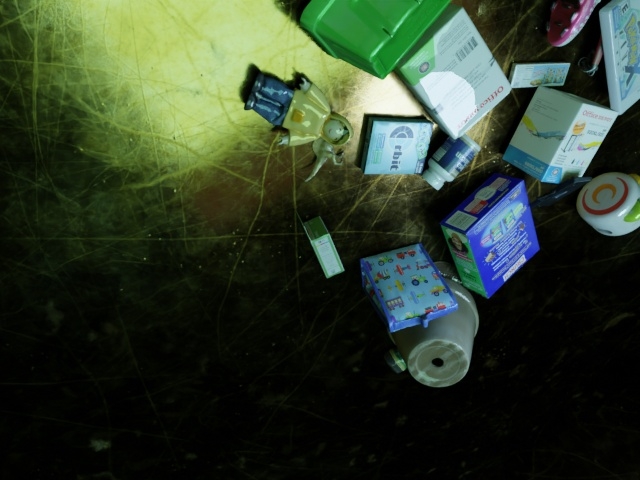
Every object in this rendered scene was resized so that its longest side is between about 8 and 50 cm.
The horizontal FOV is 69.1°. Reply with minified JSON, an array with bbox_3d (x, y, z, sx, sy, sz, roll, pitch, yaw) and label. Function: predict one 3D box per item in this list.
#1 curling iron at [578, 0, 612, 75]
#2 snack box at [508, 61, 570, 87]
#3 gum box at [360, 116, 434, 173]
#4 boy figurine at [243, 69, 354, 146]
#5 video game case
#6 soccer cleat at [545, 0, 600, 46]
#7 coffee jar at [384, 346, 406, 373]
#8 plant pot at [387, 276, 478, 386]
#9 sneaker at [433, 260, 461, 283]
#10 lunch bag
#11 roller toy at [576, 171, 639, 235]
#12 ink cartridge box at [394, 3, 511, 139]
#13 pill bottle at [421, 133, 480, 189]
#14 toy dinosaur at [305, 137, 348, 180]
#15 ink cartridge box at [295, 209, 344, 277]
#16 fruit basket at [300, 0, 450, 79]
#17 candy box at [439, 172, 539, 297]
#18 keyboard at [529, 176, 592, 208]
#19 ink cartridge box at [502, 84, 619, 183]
[{"bbox_3d":[0.785,-0.599,1.284,0.035,0.068,0.273,1,116,-16],"label":"curling iron"},{"bbox_3d":[0.625,-0.475,1.332,0.178,0.022,0.064,-7,125,-13],"label":"snack box"},{"bbox_3d":[0.217,-0.269,1.329,0.185,0.041,0.156,-2,122,-15],"label":"gum box"},{"bbox_3d":[-0.049,-0.310,1.173,0.285,0.092,0.177,23,113,-18],"label":"boy figurine"},{"bbox_3d":[0.918,-0.576,1.308,0.300,0.036,0.329,-40,126,-7],"label":"video game case"},{"bbox_3d":[0.703,-0.659,1.178,0.143,0.116,0.331,2,121,-19],"label":"soccer cleat"},{"bbox_3d":[0.342,0.435,1.804,0.184,0.079,0.096,-34,126,5],"label":"coffee jar"},{"bbox_3d":[0.378,0.324,1.560,0.323,0.280,0.323,4,115,8],"label":"plant pot"},{"bbox_3d":[0.456,0.119,1.638,0.189,0.071,0.066,4,121,-20],"label":"sneaker"},{"bbox_3d":[0.277,0.160,1.472,0.221,0.293,0.138,-15,125,-7],"label":"lunch bag"},{"bbox_3d":[0.993,-0.122,1.576,0.146,0.209,0.191,28,145,-30],"label":"roller toy"},{"bbox_3d":[0.337,-0.434,1.212,0.198,0.114,0.273,-42,124,12],"label":"ink cartridge box"},{"bbox_3d":[0.379,-0.234,1.369,0.094,0.094,0.169,30,110,-31],"label":"pill bottle"},{"bbox_3d":[0.019,-0.244,1.289,0.093,0.053,0.183,16,109,-9],"label":"toy dinosaur"},{"bbox_3d":[0.000,0.000,1.396,0.062,0.109,0.209,-25,125,-1],"label":"ink cartridge box"},{"bbox_3d":[0.087,-0.593,0.992,0.392,0.283,0.391,1,94,17],"label":"fruit basket"},{"bbox_3d":[0.559,-0.012,1.516,0.268,0.122,0.317,-40,126,-12],"label":"candy box"},{"bbox_3d":[0.704,-0.143,1.390,0.108,0.023,0.180,-9,161,-21],"label":"keyboard"},{"bbox_3d":[0.697,-0.306,1.363,0.171,0.168,0.232,2,122,-28],"label":"ink cartridge box"}]
